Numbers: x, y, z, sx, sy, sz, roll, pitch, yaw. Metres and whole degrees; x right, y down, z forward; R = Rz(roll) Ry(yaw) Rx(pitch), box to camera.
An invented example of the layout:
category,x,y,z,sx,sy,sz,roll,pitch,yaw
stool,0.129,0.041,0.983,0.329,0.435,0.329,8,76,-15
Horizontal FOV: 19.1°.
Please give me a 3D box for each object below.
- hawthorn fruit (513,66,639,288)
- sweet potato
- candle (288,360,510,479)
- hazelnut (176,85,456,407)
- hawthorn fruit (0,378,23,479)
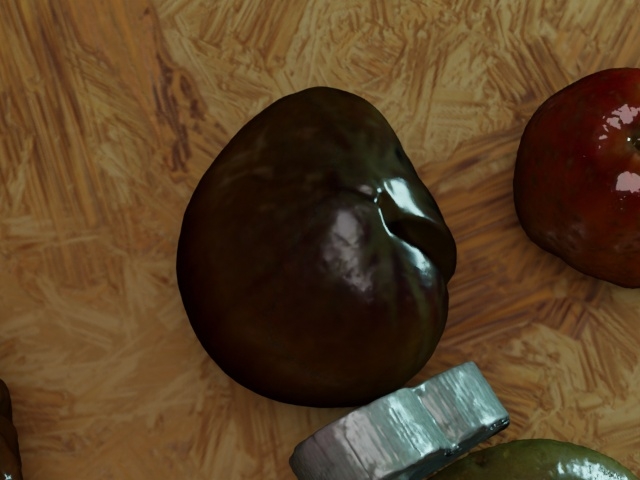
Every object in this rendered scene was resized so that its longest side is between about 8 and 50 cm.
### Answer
category,x,y,z,sx,sy,sz,roll,pitch,yaw
hawthorn fruit,0.241,-0.051,1.493,0.189,0.189,0.189,0,77,0
sweet potato,0.142,0.216,1.466,0.310,0.124,0.098,-9,33,-6
candle,0.047,0.164,1.464,0.168,0.192,0.068,-38,75,36
hazelnut,0.000,0.000,1.463,0.217,0.217,0.251,-1,61,0
hawthorn fruit,-0.347,0.165,1.417,0.258,0.258,0.262,50,118,10
